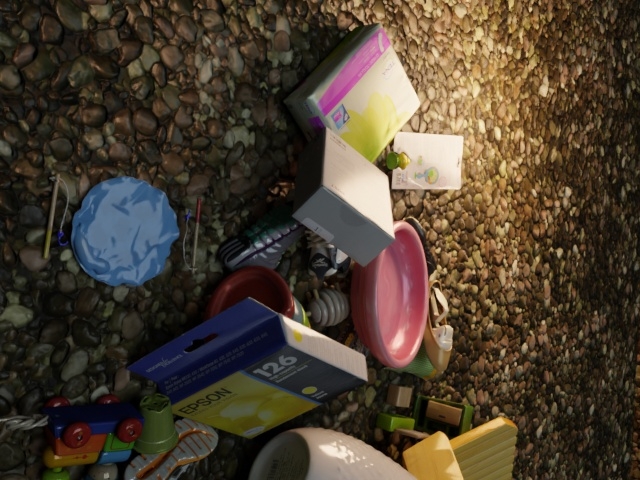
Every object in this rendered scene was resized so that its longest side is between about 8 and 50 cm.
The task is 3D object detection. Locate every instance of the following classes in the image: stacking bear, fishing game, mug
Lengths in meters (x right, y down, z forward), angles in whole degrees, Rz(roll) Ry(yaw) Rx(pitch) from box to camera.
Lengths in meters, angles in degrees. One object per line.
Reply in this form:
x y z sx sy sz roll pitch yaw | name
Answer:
-0.084 0.194 1.286 0.289 0.176 0.164 58 10 -43 | stacking bear
-0.328 -0.013 1.114 0.264 0.041 0.189 4 90 -36 | fishing game
0.003 0.567 1.309 0.328 0.276 0.374 42 62 -31 | mug

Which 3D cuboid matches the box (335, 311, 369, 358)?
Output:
0.084 0.227 1.534 0.094 0.027 0.137 50 60 -36 | box

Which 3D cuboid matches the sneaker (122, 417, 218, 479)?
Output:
-0.271 0.391 1.177 0.215 0.084 0.083 -22 148 -51 | sneaker

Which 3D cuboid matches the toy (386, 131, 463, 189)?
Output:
0.256 -0.197 1.651 0.237 0.056 0.136 -4 99 -39 | toy

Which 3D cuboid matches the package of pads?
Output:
0.082 -0.298 1.443 0.296 0.101 0.229 -52 125 -28 | package of pads

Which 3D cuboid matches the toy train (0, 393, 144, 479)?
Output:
-0.409 0.328 1.027 0.248 0.105 0.143 9 100 -44 | toy train

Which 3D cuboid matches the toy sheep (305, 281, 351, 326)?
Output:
0.013 0.143 1.424 0.132 0.091 0.091 -14 103 -28 | toy sheep

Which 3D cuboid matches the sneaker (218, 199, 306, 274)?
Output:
-0.089 0.003 1.302 0.224 0.083 0.098 -31 128 -12 | sneaker

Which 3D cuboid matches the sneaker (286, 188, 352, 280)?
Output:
0.000 0.000 1.390 0.235 0.094 0.153 41 56 -49 | sneaker

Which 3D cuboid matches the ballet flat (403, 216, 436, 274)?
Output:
0.246 0.014 1.672 0.058 0.049 0.173 -22 115 7 | ballet flat

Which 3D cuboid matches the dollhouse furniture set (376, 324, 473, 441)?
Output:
0.275 0.335 1.640 0.198 0.151 0.301 19 79 -43 | dollhouse furniture set

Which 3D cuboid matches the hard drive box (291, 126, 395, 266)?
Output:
0.045 -0.090 1.283 0.181 0.089 0.232 36 29 -21 | hard drive box

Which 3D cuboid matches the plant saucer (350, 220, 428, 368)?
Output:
0.156 0.122 1.504 0.332 0.084 0.331 6 83 -62 | plant saucer

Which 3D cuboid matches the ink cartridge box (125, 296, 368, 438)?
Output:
-0.125 0.239 1.162 0.307 0.304 0.072 31 38 -42 | ink cartridge box

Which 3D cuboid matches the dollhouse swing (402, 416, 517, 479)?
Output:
0.361 0.641 1.549 0.305 0.315 0.346 -9 125 -5 | dollhouse swing

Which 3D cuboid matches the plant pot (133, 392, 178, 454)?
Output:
-0.284 0.308 1.132 0.083 0.083 0.079 -16 123 -42 | plant pot

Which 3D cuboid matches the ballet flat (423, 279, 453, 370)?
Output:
0.287 0.203 1.633 0.080 0.073 0.232 12 56 -38 | ballet flat
